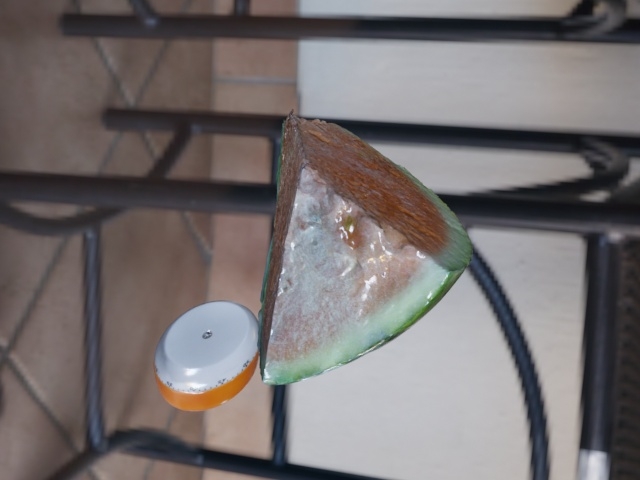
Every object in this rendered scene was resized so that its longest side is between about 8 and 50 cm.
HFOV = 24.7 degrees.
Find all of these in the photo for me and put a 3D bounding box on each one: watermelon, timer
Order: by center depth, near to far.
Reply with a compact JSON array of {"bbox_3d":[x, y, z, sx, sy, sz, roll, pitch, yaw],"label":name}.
[{"bbox_3d":[0.008,0.019,0.996,0.146,0.128,0.231,-60,-164,17],"label":"watermelon"},{"bbox_3d":[-0.121,0.136,1.603,0.136,0.099,0.136,-26,142,-22],"label":"timer"}]
